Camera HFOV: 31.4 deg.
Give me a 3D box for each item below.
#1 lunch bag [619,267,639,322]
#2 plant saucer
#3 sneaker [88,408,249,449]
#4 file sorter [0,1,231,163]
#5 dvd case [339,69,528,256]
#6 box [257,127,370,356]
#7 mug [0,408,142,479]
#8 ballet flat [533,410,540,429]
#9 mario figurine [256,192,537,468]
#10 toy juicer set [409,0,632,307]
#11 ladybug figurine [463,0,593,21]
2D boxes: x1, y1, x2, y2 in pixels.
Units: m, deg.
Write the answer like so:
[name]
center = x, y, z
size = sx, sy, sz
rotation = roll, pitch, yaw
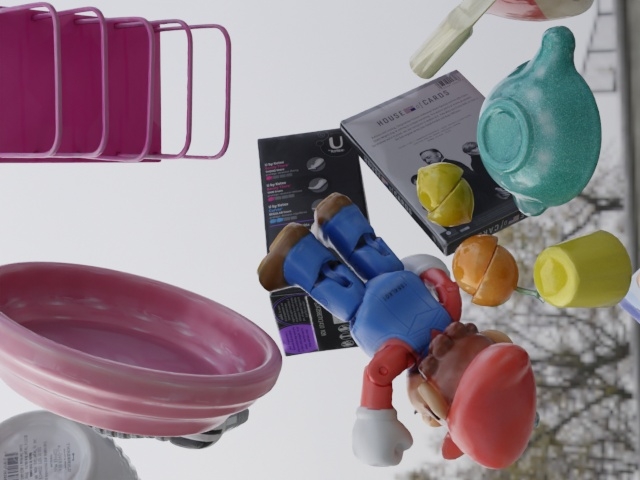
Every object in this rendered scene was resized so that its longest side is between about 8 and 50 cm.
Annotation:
[lunch bag]
center = 0.599, 0.097, 1.345
size = 0.239, 0.385, 0.328
rotation = -36, -14, -16
[plant saucer]
center = -0.208, 0.115, 1.196
size = 0.332, 0.332, 0.084
rotation = -13, -58, -69
[sneaker]
center = -0.189, 0.198, 1.391
size = 0.132, 0.229, 0.086
rotation = -3, -76, -62
[file sorter]
center = -0.278, -0.202, 1.499
size = 0.291, 0.182, 0.202
rotation = -4, -83, -47
[dvd case]
center = 0.159, -0.100, 1.374
size = 0.238, 0.179, 0.029
rotation = 53, 159, 36
[box]
center = 0.000, 0.000, 1.564
size = 0.165, 0.143, 0.270
rotation = 80, -178, -54
[mug]
center = -0.380, 0.434, 1.585
size = 0.328, 0.276, 0.374
rotation = 90, -178, -48
[ballet flat]
center = 0.196, 0.189, 1.311
size = 0.041, 0.114, 0.041
rotation = -54, -26, -41
[mario figurine]
center = 0.079, 0.113, 1.166
size = 0.198, 0.320, 0.170
rotation = -46, -17, 2
[toy juicer set]
center = 0.173, -0.093, 1.051
size = 0.090, 0.209, 0.328
rotation = -8, -93, -34
[ladybug figurine]
center = 0.214, -0.406, 1.425
size = 0.449, 0.162, 0.305
rotation = 18, -130, -60
